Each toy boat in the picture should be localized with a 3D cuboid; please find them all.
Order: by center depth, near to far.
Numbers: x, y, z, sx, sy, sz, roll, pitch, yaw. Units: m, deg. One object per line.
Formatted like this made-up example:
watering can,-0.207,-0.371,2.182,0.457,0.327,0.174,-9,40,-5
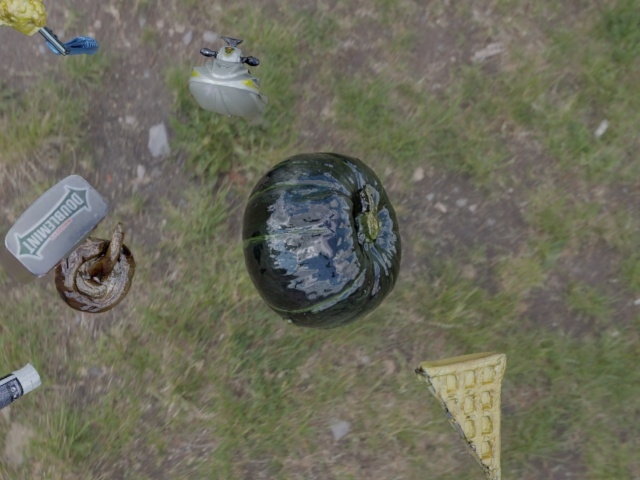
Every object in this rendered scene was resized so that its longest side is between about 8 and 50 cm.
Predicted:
toy boat,-0.167,-0.294,1.907,0.140,0.269,0.141,0,79,0

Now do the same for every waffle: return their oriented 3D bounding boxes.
waffle,0.138,0.184,1.011,0.097,0.023,0.153,-9,108,-23

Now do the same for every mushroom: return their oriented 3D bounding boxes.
mushroom,-0.373,0.042,1.728,0.135,0.171,0.080,19,25,-39

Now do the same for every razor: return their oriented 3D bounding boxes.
razor,-0.483,-0.378,1.983,0.082,0.253,0.042,43,102,-2

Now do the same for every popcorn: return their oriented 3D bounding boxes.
popcorn,-0.465,-0.363,1.588,0.084,0.084,0.084,4,73,-14

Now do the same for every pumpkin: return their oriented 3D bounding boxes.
pumpkin,0.000,0.000,1.817,0.323,0.241,0.323,20,66,-54

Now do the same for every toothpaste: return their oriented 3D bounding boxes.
toothpaste,-0.572,0.274,1.754,0.193,0.045,0.071,-32,123,-36

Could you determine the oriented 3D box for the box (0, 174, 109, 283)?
box,-0.324,-0.008,1.223,0.069,0.224,0.120,46,74,-10
